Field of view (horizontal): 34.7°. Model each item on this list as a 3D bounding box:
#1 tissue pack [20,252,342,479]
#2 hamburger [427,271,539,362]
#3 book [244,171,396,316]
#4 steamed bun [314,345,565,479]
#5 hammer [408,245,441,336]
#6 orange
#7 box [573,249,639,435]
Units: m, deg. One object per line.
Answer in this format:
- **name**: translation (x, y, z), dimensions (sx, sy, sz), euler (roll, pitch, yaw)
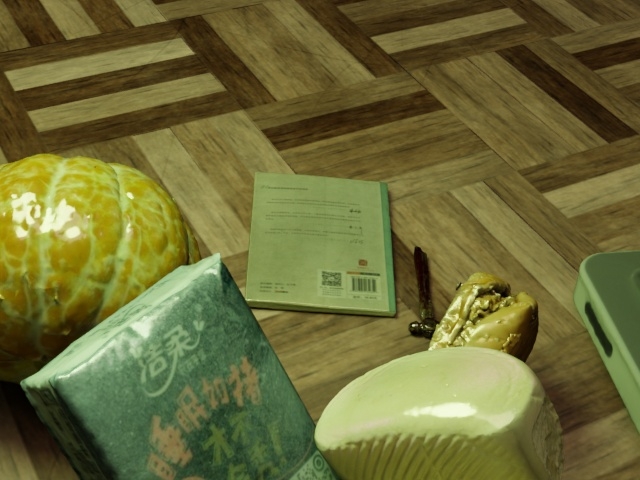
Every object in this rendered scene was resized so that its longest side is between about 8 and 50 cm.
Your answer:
- **tissue pack**: translation (-0.116, 0.205, 1.021), dimensions (0.103, 0.316, 0.228), euler (-14, 18, 49)
- **hamburger**: translation (0.174, 0.142, 1.194), dimensions (0.108, 0.214, 0.214), euler (27, 45, 18)
- **book**: translation (0.000, 0.000, 1.478), dimensions (0.214, 0.025, 0.283), euler (5, 41, -2)
- **steamed bun**: translation (0.126, 0.187, 1.032), dimensions (0.238, 0.170, 0.153), euler (-10, 37, 34)
- **hammer**: translation (0.148, 0.069, 1.420), dimensions (0.065, 0.021, 0.178), euler (3, 38, -3)
- **orange**: translation (-0.295, 0.036, 1.174), dimensions (0.329, 0.329, 0.249), euler (-1, 63, -7)
- **box**: translation (0.556, 0.143, 1.322), dimensions (0.373, 0.090, 0.367), euler (-4, 42, -10)
